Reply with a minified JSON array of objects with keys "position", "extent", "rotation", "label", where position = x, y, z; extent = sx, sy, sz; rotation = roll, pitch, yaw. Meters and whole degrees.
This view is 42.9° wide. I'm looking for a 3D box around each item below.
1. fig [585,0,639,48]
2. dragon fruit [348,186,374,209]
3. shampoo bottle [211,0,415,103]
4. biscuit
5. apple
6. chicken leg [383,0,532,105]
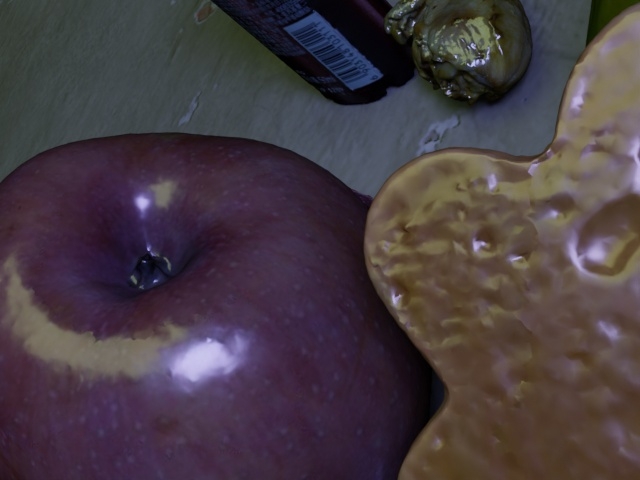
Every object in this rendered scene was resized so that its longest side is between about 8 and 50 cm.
[{"position":[0.273,-0.144,0.455],"extent":[0.233,0.233,0.314],"rotation":[-128,32,-46],"label":"fig"},{"position":[0.000,0.000,0.677],"extent":[0.147,0.096,0.102],"rotation":[28,99,18],"label":"dragon fruit"},{"position":[-0.050,-0.230,0.676],"extent":[0.129,0.323,0.084],"rotation":[-1,66,44],"label":"shampoo bottle"},{"position":[0.163,0.087,0.309],"extent":[0.275,0.052,0.355],"rotation":[-38,74,22],"label":"biscuit"},{"position":[-0.076,0.063,0.510],"extent":[0.306,0.235,0.305],"rotation":[-2,50,3],"label":"apple"},{"position":[0.110,-0.201,0.686],"extent":[0.103,0.088,0.227],"rotation":[-42,46,35],"label":"chicken leg"}]
